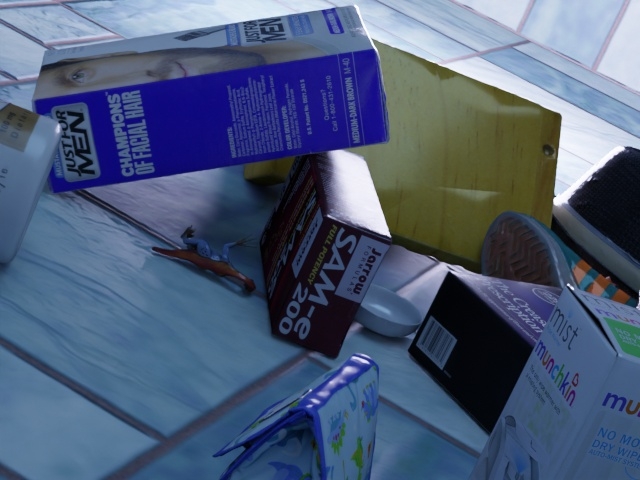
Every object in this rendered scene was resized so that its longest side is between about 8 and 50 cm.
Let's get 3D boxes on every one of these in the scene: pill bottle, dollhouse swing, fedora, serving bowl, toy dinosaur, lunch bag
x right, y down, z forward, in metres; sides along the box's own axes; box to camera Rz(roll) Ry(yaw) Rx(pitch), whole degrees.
[{"bbox_3d":[-0.344,-0.079,1.322,0.229,0.131,0.131,21,19,-9],"label":"pill bottle"},{"bbox_3d":[0.066,-0.079,1.942,0.347,0.305,0.315,19,61,-16],"label":"dollhouse swing"},{"bbox_3d":[0.422,-0.006,1.939,0.334,0.152,0.334,34,13,-9],"label":"fedora"},{"bbox_3d":[0.059,0.073,1.565,0.083,0.027,0.083,22,19,-8],"label":"serving bowl"},{"bbox_3d":[-0.102,0.026,1.513,0.090,0.047,0.082,-27,56,-25],"label":"toy dinosaur"},{"bbox_3d":[-0.016,0.156,1.055,0.096,0.151,0.129,28,20,11],"label":"lunch bag"}]

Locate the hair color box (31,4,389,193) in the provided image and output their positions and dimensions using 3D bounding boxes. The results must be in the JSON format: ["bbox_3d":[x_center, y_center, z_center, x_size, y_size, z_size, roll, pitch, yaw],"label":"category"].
[{"bbox_3d":[-0.112,-0.148,1.604,0.339,0.110,0.185,-10,23,-2],"label":"hair color box"}]

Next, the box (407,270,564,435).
[{"bbox_3d":[0.236,0.142,1.487,0.184,0.103,0.261,12,22,-39],"label":"box"}]

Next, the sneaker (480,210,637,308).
[{"bbox_3d":[0.282,0.086,1.690,0.121,0.108,0.302,12,32,-39],"label":"sneaker"}]

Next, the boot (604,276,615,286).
[{"bbox_3d":[0.322,0.088,1.762,0.158,0.084,0.059,30,18,11],"label":"boot"}]

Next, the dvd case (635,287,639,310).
[{"bbox_3d":[0.413,0.150,1.633,0.253,0.022,0.180,51,19,-1],"label":"dvd case"}]

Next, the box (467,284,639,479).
[{"bbox_3d":[0.264,0.187,1.188,0.262,0.231,0.127,19,19,-17],"label":"box"}]

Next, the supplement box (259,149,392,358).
[{"bbox_3d":[0.000,0.000,1.533,0.073,0.130,0.239,20,18,-13],"label":"supplement box"}]
